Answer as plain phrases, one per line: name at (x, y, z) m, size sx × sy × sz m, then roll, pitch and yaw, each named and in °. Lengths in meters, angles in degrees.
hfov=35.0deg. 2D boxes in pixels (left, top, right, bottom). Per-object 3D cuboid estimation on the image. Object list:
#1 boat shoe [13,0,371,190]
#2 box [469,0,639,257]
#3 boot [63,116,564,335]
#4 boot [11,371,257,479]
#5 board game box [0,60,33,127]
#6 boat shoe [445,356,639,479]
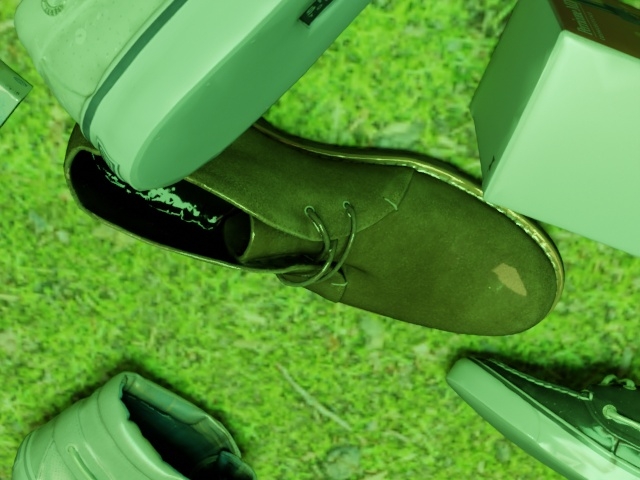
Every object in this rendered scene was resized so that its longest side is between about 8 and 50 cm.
boat shoe at (-0.003, -0.201, 0.470) m, size 0.367 × 0.136 × 0.156 m, roll -44°, pitch 80°, yaw 9°
box at (0.175, -0.056, 0.526) m, size 0.171 × 0.130 × 0.091 m, roll 20°, pitch 118°, yaw -6°
boot at (0.000, 0.000, 0.581) m, size 0.305 × 0.115 × 0.112 m, roll 21°, pitch 115°, yaw -7°
boot at (-0.083, 0.203, 0.700) m, size 0.123 × 0.095 × 0.258 m, roll -37°, pitch 107°, yaw 28°
board game box at (-0.264, -0.101, 0.600) m, size 0.154 × 0.026 × 0.103 m, roll 39°, pitch 113°, yaw -14°
boat shoe at (0.185, 0.125, 0.640) m, size 0.219 × 0.078 × 0.070 m, roll 31°, pitch 80°, yaw 14°
